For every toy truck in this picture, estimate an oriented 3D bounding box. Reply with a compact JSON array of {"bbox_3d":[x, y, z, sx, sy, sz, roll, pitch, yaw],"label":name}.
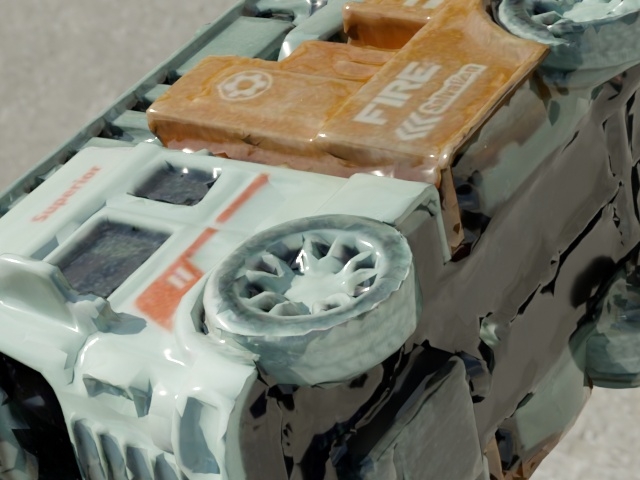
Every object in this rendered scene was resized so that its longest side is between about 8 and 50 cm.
[{"bbox_3d":[0.000,0.000,0.575,0.184,0.133,0.338,12,41,33],"label":"toy truck"}]
